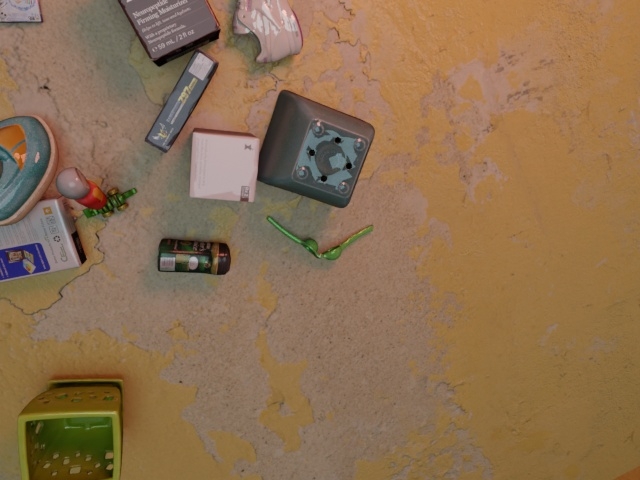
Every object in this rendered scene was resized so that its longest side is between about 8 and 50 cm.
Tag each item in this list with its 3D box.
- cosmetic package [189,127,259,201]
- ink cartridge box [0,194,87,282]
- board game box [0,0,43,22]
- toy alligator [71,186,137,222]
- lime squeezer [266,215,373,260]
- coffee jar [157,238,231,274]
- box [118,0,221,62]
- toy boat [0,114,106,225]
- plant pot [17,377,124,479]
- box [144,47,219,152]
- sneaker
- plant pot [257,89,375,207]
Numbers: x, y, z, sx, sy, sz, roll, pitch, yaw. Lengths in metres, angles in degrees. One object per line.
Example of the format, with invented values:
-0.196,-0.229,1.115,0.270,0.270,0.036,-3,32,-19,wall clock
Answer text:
-0.237,-0.187,1.152,0.152,0.183,0.151,3,105,-14,cosmetic package
-0.782,0.013,1.137,0.371,0.069,0.175,-12,108,-8,ink cartridge box
-0.666,-0.527,1.037,0.090,0.020,0.090,-5,108,-12,board game box
-0.549,-0.081,1.178,0.190,0.051,0.056,-25,110,-5,toy alligator
0.000,0.000,1.332,0.310,0.059,0.109,5,105,-14,lime squeezer
-0.329,0.043,1.244,0.184,0.096,0.079,5,107,-15,coffee jar
-0.342,-0.516,1.039,0.168,0.167,0.203,-28,110,-4,box
-0.634,-0.148,1.036,0.318,0.148,0.267,17,77,4,toy boat
-0.630,0.488,1.243,0.227,0.207,0.228,2,105,-15,plant pot
-0.317,-0.321,1.094,0.059,0.183,0.232,31,98,-19,box
-0.154,-0.565,1.098,0.152,0.114,0.305,-26,110,-6,sneaker
-0.005,-0.214,1.164,0.247,0.252,0.247,17,101,-17,plant pot
